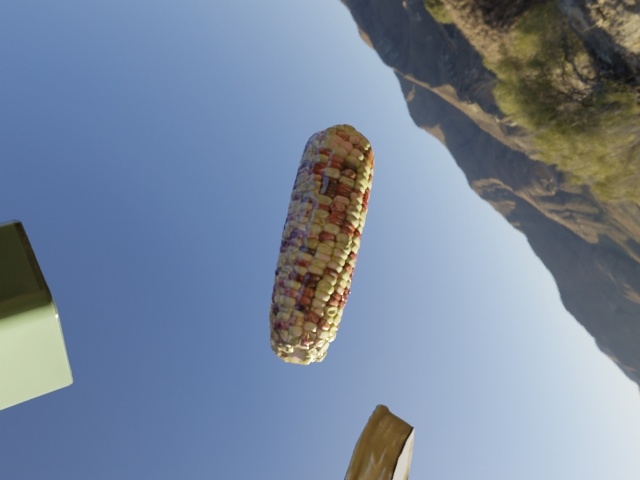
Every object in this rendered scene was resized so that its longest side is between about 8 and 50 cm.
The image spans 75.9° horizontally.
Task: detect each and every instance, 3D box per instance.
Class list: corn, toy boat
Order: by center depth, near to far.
[{"bbox_3d":[0.000,0.000,0.427,0.086,0.086,0.253,27,-111,-42],"label":"corn"},{"bbox_3d":[0.079,0.325,0.559,0.116,0.061,0.188,56,-130,-50],"label":"toy boat"}]

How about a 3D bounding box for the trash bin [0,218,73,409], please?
[{"bbox_3d":[-0.500,0.131,0.461,0.344,0.222,0.158,-17,-122,-35],"label":"trash bin"}]
